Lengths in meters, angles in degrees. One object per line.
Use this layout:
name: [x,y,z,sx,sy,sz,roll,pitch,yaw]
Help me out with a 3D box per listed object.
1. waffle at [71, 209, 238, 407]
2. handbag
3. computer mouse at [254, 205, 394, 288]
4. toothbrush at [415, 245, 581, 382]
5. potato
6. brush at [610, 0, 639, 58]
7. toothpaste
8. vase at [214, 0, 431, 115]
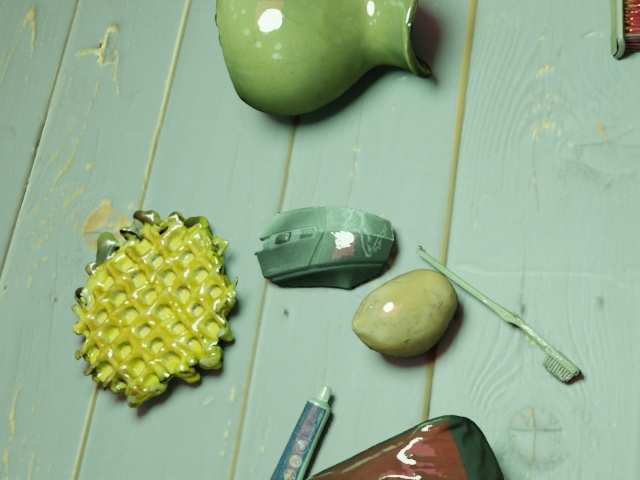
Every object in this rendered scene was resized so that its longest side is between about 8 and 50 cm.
waffle: [-0.255,0.093,1.487,0.329,0.062,0.329,-11,63,22]
handbag: [0.107,0.338,1.142,0.254,0.181,0.181,-28,57,14]
computer mouse: [-0.001,0.001,1.405,0.231,0.071,0.126,0,68,26]
toothbrush: [0.232,0.090,1.284,0.294,0.026,0.028,44,105,33]
potato: [0.117,0.100,1.290,0.147,0.112,0.112,-33,58,0]
brush: [0.445,-0.415,1.394,0.050,0.060,0.321,-1,67,11]
toothpaste: [-0.030,0.291,1.311,0.057,0.035,0.197,18,79,36]
vase: [0.004,-0.351,1.496,0.302,0.241,0.329,-11,37,7]
